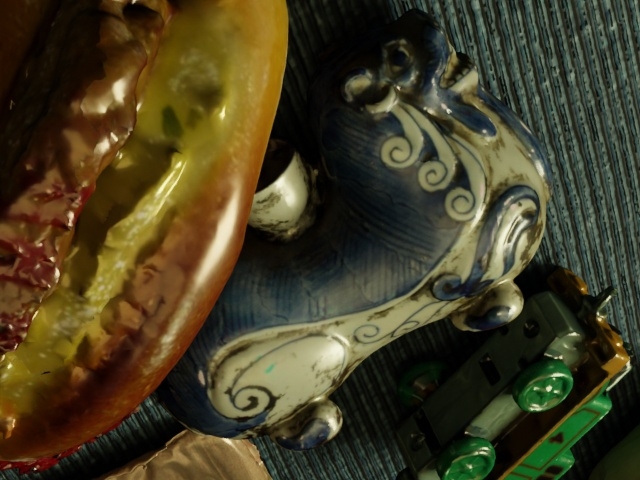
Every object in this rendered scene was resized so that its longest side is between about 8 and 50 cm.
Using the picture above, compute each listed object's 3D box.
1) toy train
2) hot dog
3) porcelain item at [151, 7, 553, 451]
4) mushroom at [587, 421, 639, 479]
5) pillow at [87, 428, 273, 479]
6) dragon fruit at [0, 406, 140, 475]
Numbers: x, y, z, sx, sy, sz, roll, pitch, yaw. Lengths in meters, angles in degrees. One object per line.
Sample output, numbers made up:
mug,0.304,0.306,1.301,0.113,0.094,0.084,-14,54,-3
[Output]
toy train,0.143,0.116,1.073,0.136,0.091,0.228,24,118,-41
hot dog,-0.172,-0.013,0.802,0.185,0.223,0.405,21,121,-31
porcelain item,0.000,0.000,0.915,0.288,0.138,0.186,-31,118,10
mushroom,0.260,0.197,1.170,0.107,0.087,0.333,23,121,-30
pillow,-0.138,0.206,1.107,0.211,0.034,0.135,-22,128,1
dragon fruit,-0.180,0.101,1.012,0.131,0.063,0.097,-32,158,7
